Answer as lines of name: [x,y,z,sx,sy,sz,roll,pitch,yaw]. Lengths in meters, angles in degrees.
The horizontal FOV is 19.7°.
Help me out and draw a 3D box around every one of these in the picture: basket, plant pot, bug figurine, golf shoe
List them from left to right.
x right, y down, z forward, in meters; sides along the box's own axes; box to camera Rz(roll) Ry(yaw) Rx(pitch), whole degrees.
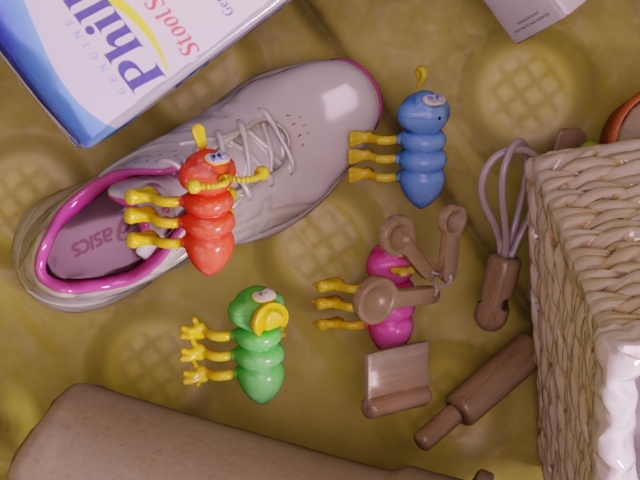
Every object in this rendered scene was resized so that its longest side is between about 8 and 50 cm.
golf shoe: [-0.085,-0.035,1.349,0.306,0.140,0.115,-31,94,-2]
plant pot: [-0.082,0.257,1.303,0.305,0.334,0.334,23,93,5]
bug figurine: [0.000,0.000,1.322,0.279,0.072,0.216,-18,117,-33]
basket: [0.323,0.104,1.270,0.331,0.266,0.328,-8,124,-2]

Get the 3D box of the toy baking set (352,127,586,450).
toy baking set: [0.124,0.035,1.367,0.256,0.030,0.197,-34,128,-24]

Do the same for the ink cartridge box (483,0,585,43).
ink cartridge box: [0.149,-0.264,1.350,0.139,0.082,0.191,-40,95,-26]

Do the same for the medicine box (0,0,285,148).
medicine box: [-0.088,-0.206,1.270,0.289,0.263,0.149,-38,96,0]

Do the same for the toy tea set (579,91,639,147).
toy tea set: [0.361,-0.091,1.379,0.336,0.124,0.200,-41,96,0]
